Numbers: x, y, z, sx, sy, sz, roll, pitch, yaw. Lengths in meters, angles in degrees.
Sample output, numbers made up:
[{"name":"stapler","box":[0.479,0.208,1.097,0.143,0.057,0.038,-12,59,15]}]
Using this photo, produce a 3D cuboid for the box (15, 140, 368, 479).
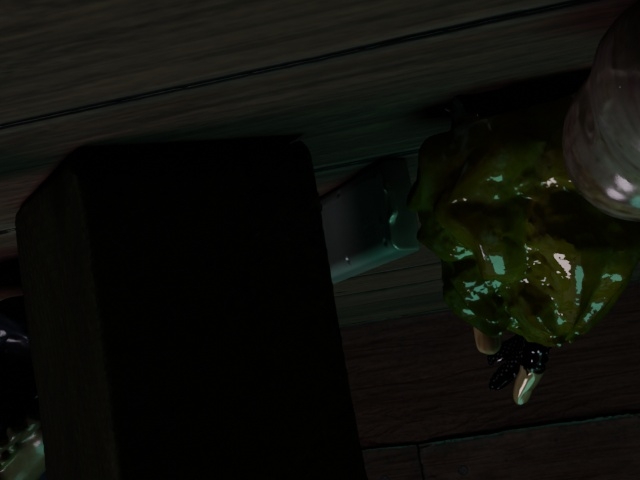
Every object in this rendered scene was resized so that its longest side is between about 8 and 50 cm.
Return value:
[{"name":"box","box":[-0.079,0.095,0.745,0.143,0.273,0.184,-6,172,-24]}]

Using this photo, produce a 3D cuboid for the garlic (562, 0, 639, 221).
[{"name":"garlic","box":[0.181,-0.057,0.536,0.159,0.102,0.147,1,160,11]}]

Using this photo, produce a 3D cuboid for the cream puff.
[{"name":"cream puff","box":[0.130,-0.012,0.708,0.156,0.156,0.121,-4,-170,-33]}]

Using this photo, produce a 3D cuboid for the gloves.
[{"name":"gloves","box":[0.210,0.074,1.310,0.106,0.181,0.129,-10,174,12]}]

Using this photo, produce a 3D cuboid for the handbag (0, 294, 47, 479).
[{"name":"handbag","box":[-0.226,0.149,1.118,0.303,0.122,0.329,-43,165,6]}]

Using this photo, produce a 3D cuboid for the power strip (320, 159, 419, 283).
[{"name":"power strip","box":[0.014,-0.004,0.929,0.027,0.060,0.252,-6,173,-20]}]
